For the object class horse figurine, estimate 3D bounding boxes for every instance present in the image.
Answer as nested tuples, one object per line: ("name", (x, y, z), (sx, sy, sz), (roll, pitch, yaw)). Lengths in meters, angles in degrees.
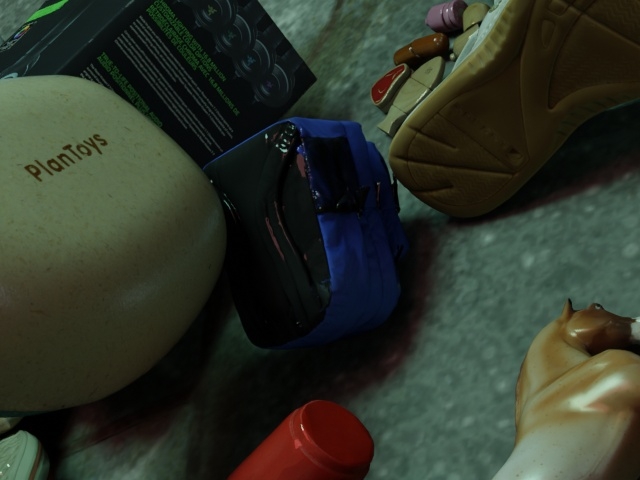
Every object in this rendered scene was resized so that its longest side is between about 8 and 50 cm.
("horse figurine", (0.120, 0.123, 0.669), (0.174, 0.066, 0.263), (3, 53, 42))

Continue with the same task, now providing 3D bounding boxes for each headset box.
("headset box", (-0.173, -0.064, 1.063), (0.283, 0.131, 0.246), (-49, 22, -26))

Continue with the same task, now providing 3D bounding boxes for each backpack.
("backpack", (0.000, 0.000, 0.898), (0.098, 0.101, 0.120), (-30, 67, 49))

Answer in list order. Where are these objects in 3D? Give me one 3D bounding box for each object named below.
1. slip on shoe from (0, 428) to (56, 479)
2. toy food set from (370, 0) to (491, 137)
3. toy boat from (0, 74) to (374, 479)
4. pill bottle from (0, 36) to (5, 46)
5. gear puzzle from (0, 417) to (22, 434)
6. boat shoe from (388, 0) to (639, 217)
("slip on shoe", (-0.177, 0.193, 0.880), (0.123, 0.101, 0.331), (-37, 19, -12))
("toy food set", (0.077, -0.123, 1.030), (0.122, 0.019, 0.078), (-47, 32, 9))
("toy boat", (-0.120, 0.058, 0.798), (0.148, 0.318, 0.267), (-53, -13, 30))
("pill bottle", (-0.347, -0.155, 1.422), (0.121, 0.121, 0.216), (-48, 33, -6))
("gear puzzle", (-0.252, 0.118, 1.024), (0.339, 0.044, 0.175), (-28, 8, 24))
("boat shoe", (0.141, -0.120, 0.845), (0.277, 0.098, 0.096), (-37, 17, 43))
